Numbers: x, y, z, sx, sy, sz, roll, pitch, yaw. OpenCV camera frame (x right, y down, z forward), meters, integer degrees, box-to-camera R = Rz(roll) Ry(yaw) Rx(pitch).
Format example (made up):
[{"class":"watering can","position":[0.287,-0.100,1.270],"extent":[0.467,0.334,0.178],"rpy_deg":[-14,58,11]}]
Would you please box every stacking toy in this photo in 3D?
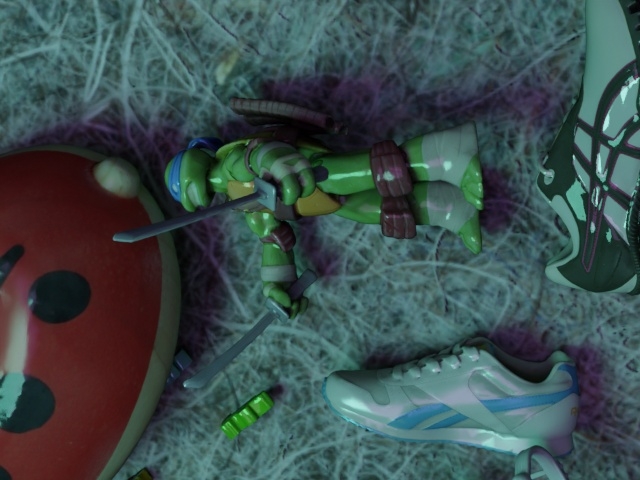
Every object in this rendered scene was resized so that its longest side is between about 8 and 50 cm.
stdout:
[{"class":"stacking toy","position":[-0.177,0.153,1.026],"extent":[0.221,0.052,0.167],"rpy_deg":[-37,96,17]}]

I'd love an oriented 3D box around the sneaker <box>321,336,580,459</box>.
[{"class":"sneaker","position":[0.116,0.132,0.938],"extent":[0.229,0.087,0.092],"rpy_deg":[6,100,4]}]

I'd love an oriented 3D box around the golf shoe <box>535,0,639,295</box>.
[{"class":"golf shoe","position":[0.226,-0.082,0.840],"extent":[0.120,0.105,0.273],"rpy_deg":[-5,104,22]}]

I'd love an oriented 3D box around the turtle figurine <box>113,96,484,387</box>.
[{"class":"turtle figurine","position":[0.000,0.000,0.851],"extent":[0.266,0.274,0.198],"rpy_deg":[-5,120,5]}]

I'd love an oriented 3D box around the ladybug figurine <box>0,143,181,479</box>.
[{"class":"ladybug figurine","position":[-0.304,0.109,0.931],"extent":[0.305,0.162,0.449],"rpy_deg":[36,104,11]}]

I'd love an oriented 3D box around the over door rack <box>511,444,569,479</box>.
[{"class":"over door rack","position":[0.188,0.359,0.930],"extent":[0.239,0.108,0.324],"rpy_deg":[-33,96,40]}]
